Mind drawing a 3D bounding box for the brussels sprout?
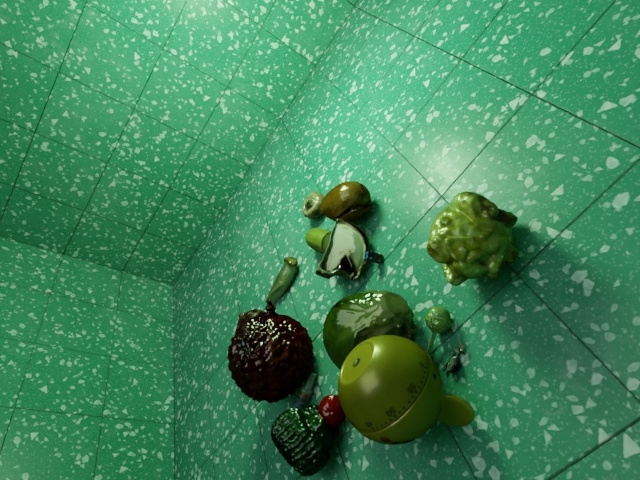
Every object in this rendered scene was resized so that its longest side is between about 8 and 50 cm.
[{"bbox_3d":[0.176,0.345,1.634,0.371,0.276,0.314,-53,38,18],"label":"brussels sprout"}]

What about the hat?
[{"bbox_3d":[-0.020,0.779,1.740,0.332,0.242,0.274,-43,57,-5],"label":"hat"}]

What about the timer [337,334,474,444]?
[{"bbox_3d":[0.255,0.509,1.371,0.376,0.387,0.376,-45,10,11],"label":"timer"}]

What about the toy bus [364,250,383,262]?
[{"bbox_3d":[0.242,0.077,1.885,0.046,0.083,0.038,-33,44,57],"label":"toy bus"}]

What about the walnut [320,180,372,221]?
[{"bbox_3d":[0.119,-0.187,2.120,0.336,0.209,0.208,-15,58,49],"label":"walnut"}]

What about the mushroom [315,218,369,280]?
[{"bbox_3d":[0.129,0.079,2.019,0.218,0.212,0.291,21,71,14],"label":"mushroom"}]

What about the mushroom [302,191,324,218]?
[{"bbox_3d":[-0.043,-0.208,2.428,0.166,0.127,0.166,-37,36,34],"label":"mushroom"}]

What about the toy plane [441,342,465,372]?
[{"bbox_3d":[0.459,0.408,1.417,0.120,0.031,0.049,-62,24,12],"label":"toy plane"}]

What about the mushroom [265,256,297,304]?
[{"bbox_3d":[-0.225,0.245,2.447,0.333,0.087,0.107,-63,29,12],"label":"mushroom"}]

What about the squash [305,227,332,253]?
[{"bbox_3d":[0.000,0.000,2.240,0.247,0.133,0.132,16,83,59],"label":"squash"}]

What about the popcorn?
[{"bbox_3d":[0.504,0.005,1.387,0.312,0.312,0.312,-33,46,41],"label":"popcorn"}]

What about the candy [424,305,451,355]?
[{"bbox_3d":[0.389,0.398,1.496,0.093,0.092,0.335,17,93,21],"label":"candy"}]

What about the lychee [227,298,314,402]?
[{"bbox_3d":[-0.238,0.529,2.002,0.425,0.425,0.499,23,112,57],"label":"lychee"}]

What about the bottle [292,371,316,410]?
[{"bbox_3d":[-0.073,0.726,1.954,0.060,0.060,0.217,23,88,57],"label":"bottle"}]

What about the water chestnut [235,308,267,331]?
[{"bbox_3d":[-0.371,0.506,2.392,0.224,0.224,0.238,-32,83,42],"label":"water chestnut"}]
